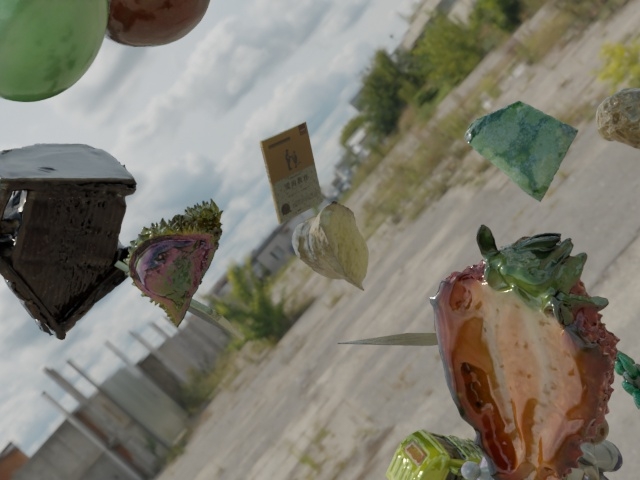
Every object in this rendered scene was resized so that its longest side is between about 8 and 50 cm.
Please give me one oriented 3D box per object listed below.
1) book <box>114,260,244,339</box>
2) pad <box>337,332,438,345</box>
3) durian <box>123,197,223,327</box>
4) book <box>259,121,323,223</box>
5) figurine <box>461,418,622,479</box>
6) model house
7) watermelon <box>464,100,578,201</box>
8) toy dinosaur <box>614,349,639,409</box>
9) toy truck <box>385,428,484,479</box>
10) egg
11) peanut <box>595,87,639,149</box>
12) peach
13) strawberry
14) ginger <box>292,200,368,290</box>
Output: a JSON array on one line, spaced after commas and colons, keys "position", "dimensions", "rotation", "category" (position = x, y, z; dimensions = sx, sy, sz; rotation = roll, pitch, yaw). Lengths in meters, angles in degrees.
[{"position": [-0.226, 0.099, 1.591], "dimensions": [0.013, 0.192, 0.168], "rotation": [-61, -20, -11], "category": "book"}, {"position": [0.128, 0.129, 1.277], "dimensions": [0.127, 0.004, 0.190], "rotation": [-4, -1, -35], "category": "pad"}, {"position": [-0.212, 0.008, 1.346], "dimensions": [0.119, 0.108, 0.186], "rotation": [-103, 33, -51], "category": "durian"}, {"position": [-0.055, -0.132, 1.903], "dimensions": [0.118, 0.172, 0.012], "rotation": [-29, 27, -36], "category": "book"}, {"position": [0.281, 0.274, 1.154], "dimensions": [0.274, 0.133, 0.194], "rotation": [-23, -49, -46], "category": "figurine"}, {"position": [-0.473, -0.004, 1.657], "dimensions": [0.317, 0.297, 0.282], "rotation": [34, 116, 56], "category": "model house"}, {"position": [0.277, -0.104, 1.191], "dimensions": [0.098, 0.158, 0.121], "rotation": [-50, 40, 16], "category": "watermelon"}, {"position": [0.459, 0.196, 1.436], "dimensions": [0.059, 0.096, 0.132], "rotation": [-42, -30, 5], "category": "toy dinosaur"}, {"position": [0.122, 0.383, 1.279], "dimensions": [0.272, 0.157, 0.124], "rotation": [-66, 22, 5], "category": "toy truck"}, {"position": [-0.397, -0.310, 1.309], "dimensions": [0.220, 0.220, 0.269], "rotation": [132, 147, -51], "category": "egg"}, {"position": [0.467, -0.179, 1.264], "dimensions": [0.228, 0.104, 0.085], "rotation": [-25, 18, 34], "category": "peanut"}, {"position": [-0.320, -0.462, 1.762], "dimensions": [0.252, 0.252, 0.252], "rotation": [-49, 1, 1], "category": "peach"}, {"position": [0.154, 0.078, 0.694], "dimensions": [0.085, 0.192, 0.140], "rotation": [-24, -8, -44], "category": "strawberry"}, {"position": [0.001, -0.001, 1.513], "dimensions": [0.193, 0.123, 0.115], "rotation": [53, -132, -63], "category": "ginger"}]
